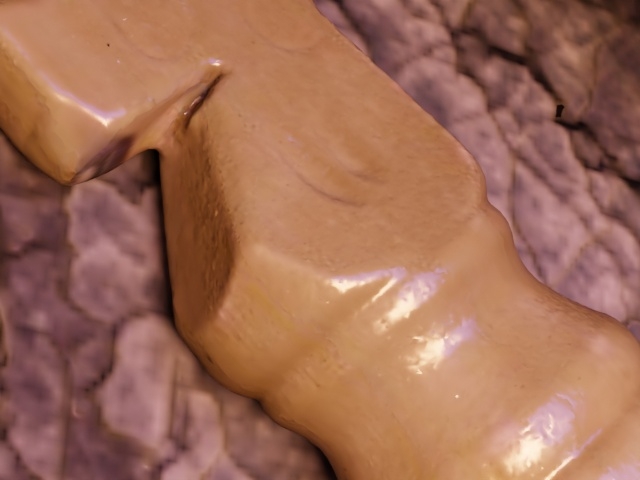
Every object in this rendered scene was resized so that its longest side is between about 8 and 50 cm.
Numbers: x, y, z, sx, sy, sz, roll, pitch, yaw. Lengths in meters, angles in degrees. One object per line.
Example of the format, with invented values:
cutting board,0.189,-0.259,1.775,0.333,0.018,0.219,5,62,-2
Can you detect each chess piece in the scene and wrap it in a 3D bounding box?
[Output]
chess piece,0.000,0.000,0.435,0.200,0.090,0.090,49,54,4
